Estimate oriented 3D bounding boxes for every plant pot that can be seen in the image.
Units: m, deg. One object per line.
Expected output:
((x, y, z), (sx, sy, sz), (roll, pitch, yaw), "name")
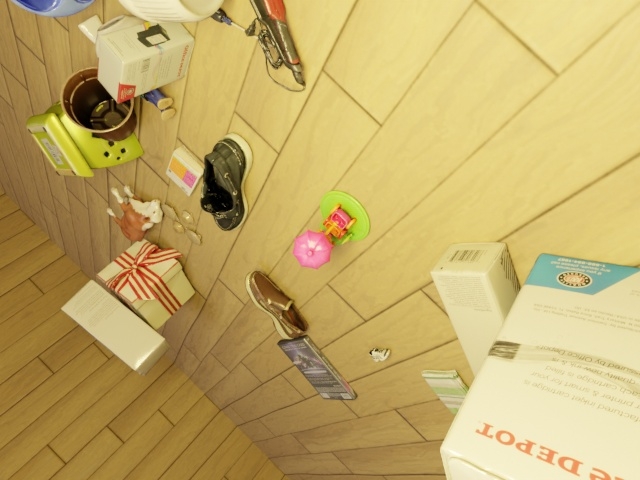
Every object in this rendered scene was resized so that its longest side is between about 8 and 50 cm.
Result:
((-0.715, -0.313, 1.316), (0.227, 0.207, 0.228), (9, 132, 40), "plant pot")
((-0.568, -0.344, 1.158), (0.167, 0.167, 0.165), (50, 168, -6), "plant pot")

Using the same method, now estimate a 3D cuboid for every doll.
((-0.442, -0.388, 1.100), (0.189, 0.046, 0.129), (42, 155, 16), "doll")

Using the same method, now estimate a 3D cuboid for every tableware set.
((-0.466, -0.056, 1.479), (0.169, 0.020, 0.141), (24, 141, 26), "tableware set")

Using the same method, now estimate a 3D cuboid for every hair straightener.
((-0.087, -0.369, 0.770), (0.089, 0.047, 0.230), (5, 133, 43), "hair straightener")

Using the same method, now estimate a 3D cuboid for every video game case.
((-0.016, 0.442, 1.509), (0.274, 0.026, 0.196), (52, 144, -8), "video game case")

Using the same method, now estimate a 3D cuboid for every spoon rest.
((-0.471, -0.464, 1.006), (0.276, 0.137, 0.084), (33, 159, 42), "spoon rest")

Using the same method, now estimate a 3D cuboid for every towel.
((0.335, 0.383, 1.099), (0.152, 0.023, 0.113), (51, 147, -12), "towel")

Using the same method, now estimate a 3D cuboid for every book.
((-0.387, -0.193, 1.252), (0.096, 0.035, 0.144), (47, 145, -7), "book")

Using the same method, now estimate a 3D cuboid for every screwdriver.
((-0.157, -0.399, 0.818), (0.170, 0.025, 0.024), (37, 144, 13), "screwdriver")

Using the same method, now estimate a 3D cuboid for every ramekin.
((-0.231, -0.452, 0.694), (0.109, 0.207, 0.207), (19, 138, 19), "ramekin")

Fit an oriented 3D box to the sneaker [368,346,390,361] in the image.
((0.158, 0.307, 1.190), (0.037, 0.032, 0.083), (45, 144, 2), "sneaker")

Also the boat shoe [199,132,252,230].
((-0.255, -0.117, 1.120), (0.127, 0.113, 0.340), (41, 145, 6), "boat shoe")

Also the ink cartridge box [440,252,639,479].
((0.373, 0.212, 0.562), (0.286, 0.395, 0.166), (11, 132, 39), "ink cartridge box")

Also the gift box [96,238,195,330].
((-0.651, 0.161, 1.698), (0.277, 0.255, 0.258), (23, 148, 24), "gift box")

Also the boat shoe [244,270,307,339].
((-0.122, 0.188, 1.322), (0.095, 0.095, 0.257), (-16, 120, 36), "boat shoe")

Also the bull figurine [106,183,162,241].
((-0.669, -0.096, 1.577), (0.188, 0.101, 0.310), (54, 140, -1), "bull figurine")

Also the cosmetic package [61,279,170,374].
((-0.772, 0.340, 1.679), (0.366, 0.155, 0.197), (37, 155, 3), "cosmetic package")

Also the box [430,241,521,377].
((0.313, 0.140, 0.813), (0.113, 0.094, 0.275), (-1, 125, 46), "box")

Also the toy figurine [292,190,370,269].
((0.000, 0.000, 0.937), (0.130, 0.159, 0.173), (44, 145, 3), "toy figurine")

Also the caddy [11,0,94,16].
((-0.531, -0.603, 0.814), (0.179, 0.241, 0.341), (42, 146, 17), "caddy")

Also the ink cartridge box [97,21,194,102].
((-0.365, -0.381, 0.919), (0.072, 0.175, 0.127), (49, 145, 0), "ink cartridge box")
